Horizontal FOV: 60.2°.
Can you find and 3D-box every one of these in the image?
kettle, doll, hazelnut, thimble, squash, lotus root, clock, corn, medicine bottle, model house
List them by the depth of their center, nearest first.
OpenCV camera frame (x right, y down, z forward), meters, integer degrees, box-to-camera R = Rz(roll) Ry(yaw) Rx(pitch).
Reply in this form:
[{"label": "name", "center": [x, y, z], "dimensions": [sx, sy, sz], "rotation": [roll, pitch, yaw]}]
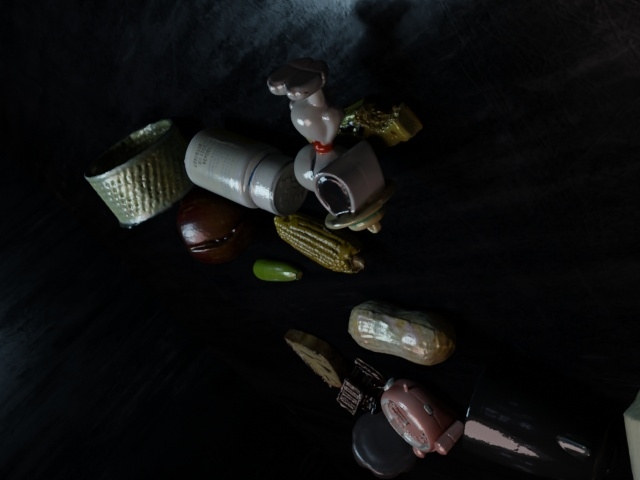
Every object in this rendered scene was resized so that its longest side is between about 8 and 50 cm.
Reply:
[{"label": "doll", "center": [0.018, -0.135, 0.868], "dimensions": [0.208, 0.144, 0.271], "rotation": [38, 159, 24]}, {"label": "kettle", "center": [0.481, 0.399, 1.185], "dimensions": [0.290, 0.208, 0.268], "rotation": [14, 174, 27]}, {"label": "medicine bottle", "center": [-0.158, -0.148, 1.189], "dimensions": [0.258, 0.143, 0.143], "rotation": [25, 150, 30]}, {"label": "corn", "center": [0.000, 0.000, 1.270], "dimensions": [0.261, 0.097, 0.097], "rotation": [28, 152, 30]}, {"label": "thimble", "center": [-0.437, -0.173, 1.379], "dimensions": [0.270, 0.271, 0.150], "rotation": [8, 137, 48]}, {"label": "hazelnut", "center": [-0.268, -0.051, 1.458], "dimensions": [0.218, 0.218, 0.234], "rotation": [37, 173, 7]}, {"label": "squash", "center": [-0.126, 0.089, 1.611], "dimensions": [0.201, 0.066, 0.066], "rotation": [5, 137, 45]}, {"label": "clock", "center": [0.291, 0.508, 1.649], "dimensions": [0.241, 0.142, 0.227], "rotation": [46, 155, 10]}, {"label": "model house", "center": [0.143, 0.498, 1.800], "dimensions": [0.165, 0.152, 0.106], "rotation": [33, 159, 17]}, {"label": "lotus root", "center": [0.003, 0.409, 1.929], "dimensions": [0.261, 0.074, 0.170], "rotation": [49, 152, -14]}]

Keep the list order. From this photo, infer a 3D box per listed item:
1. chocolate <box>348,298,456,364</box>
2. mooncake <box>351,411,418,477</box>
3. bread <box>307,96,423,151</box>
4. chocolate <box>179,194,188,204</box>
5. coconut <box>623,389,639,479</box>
[{"label": "chocolate", "center": [0.183, 0.214, 1.319], "dimensions": [0.309, 0.134, 0.134], "rotation": [6, 138, 49]}, {"label": "mooncake", "center": [0.228, 0.703, 1.919], "dimensions": [0.244, 0.245, 0.133], "rotation": [29, 156, 22]}, {"label": "bread", "center": [0.066, -0.187, 0.937], "dimensions": [0.088, 0.049, 0.226], "rotation": [49, 152, -18]}, {"label": "chocolate", "center": [-0.394, -0.108, 1.675], "dimensions": [0.147, 0.070, 0.072], "rotation": [52, 164, -1]}, {"label": "coconut", "center": [0.585, 0.333, 0.803], "dimensions": [0.237, 0.237, 0.266], "rotation": [-15, 77, 59]}]
